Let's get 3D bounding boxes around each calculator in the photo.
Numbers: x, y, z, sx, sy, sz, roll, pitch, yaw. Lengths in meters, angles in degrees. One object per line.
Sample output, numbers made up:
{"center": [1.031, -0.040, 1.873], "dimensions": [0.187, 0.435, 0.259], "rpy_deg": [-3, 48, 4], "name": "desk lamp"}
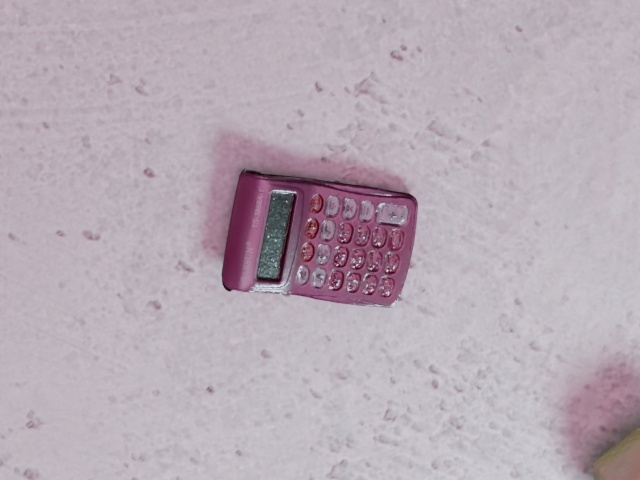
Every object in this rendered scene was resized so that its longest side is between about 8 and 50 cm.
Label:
{"center": [0.000, 0.000, 1.532], "dimensions": [0.191, 0.034, 0.126], "rpy_deg": [8, 102, -14], "name": "calculator"}

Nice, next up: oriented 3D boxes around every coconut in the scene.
{"center": [0.345, 0.262, 1.600], "dimensions": [0.122, 0.116, 0.116], "rpy_deg": [-44, 105, 4], "name": "coconut"}
